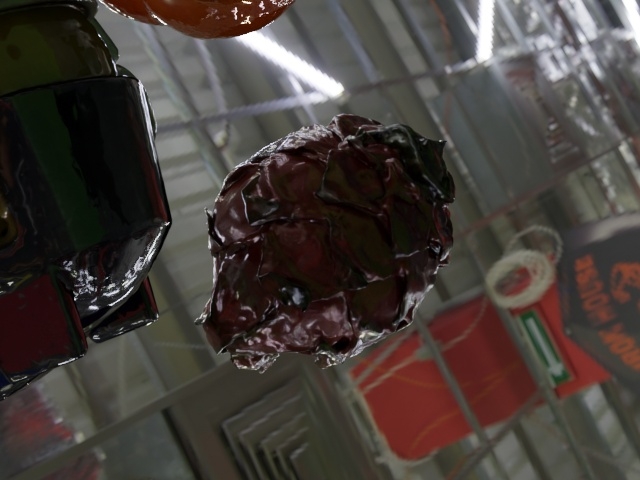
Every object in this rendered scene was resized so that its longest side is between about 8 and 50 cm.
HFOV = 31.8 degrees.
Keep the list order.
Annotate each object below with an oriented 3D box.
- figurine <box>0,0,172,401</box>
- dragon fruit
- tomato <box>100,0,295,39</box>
[{"bbox_3d":[-0.164,-0.071,0.542,0.308,0.143,0.308,24,-125,-39],"label":"figurine"},{"bbox_3d":[0.000,0.000,1.110,0.244,0.299,0.244,49,169,13],"label":"dragon fruit"},{"bbox_3d":[-0.102,-0.255,0.765,0.260,0.260,0.180,40,-102,-32],"label":"tomato"}]
